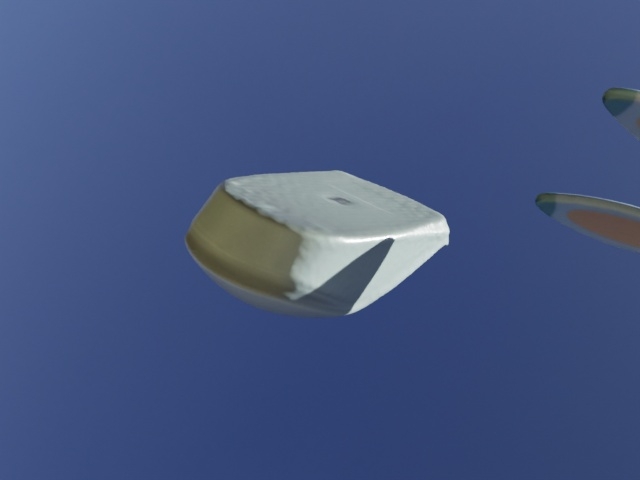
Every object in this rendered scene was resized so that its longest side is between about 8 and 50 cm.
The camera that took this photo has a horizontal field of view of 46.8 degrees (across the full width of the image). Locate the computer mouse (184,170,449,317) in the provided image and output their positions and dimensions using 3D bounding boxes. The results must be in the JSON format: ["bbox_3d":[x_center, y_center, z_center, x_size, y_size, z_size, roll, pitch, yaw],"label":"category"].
[{"bbox_3d":[0.000,0.000,0.546,0.128,0.231,0.079,31,-65,29],"label":"computer mouse"}]

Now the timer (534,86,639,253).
[{"bbox_3d":[0.283,0.013,0.452,0.175,0.255,0.175,-175,-90,-83],"label":"timer"}]
